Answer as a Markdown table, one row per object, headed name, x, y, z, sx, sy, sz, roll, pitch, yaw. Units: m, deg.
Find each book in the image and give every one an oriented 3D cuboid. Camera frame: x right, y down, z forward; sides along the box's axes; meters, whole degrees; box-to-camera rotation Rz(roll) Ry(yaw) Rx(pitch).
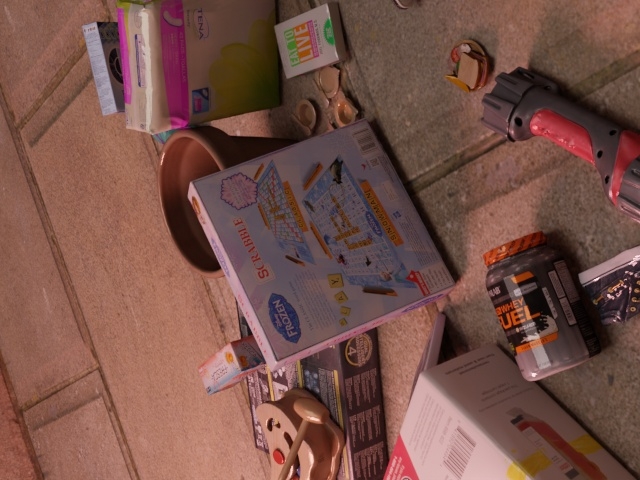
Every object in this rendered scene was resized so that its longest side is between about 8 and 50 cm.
| name | x | y | z | sx | sy | sz | roll | pitch | yaw |
| --- | --- | --- | --- | --- | --- | --- | --- | --- | --- |
| book | -0.015 | -0.334 | 1.943 | 0.144 | 0.035 | 0.096 | -11 | 89 | 51 |

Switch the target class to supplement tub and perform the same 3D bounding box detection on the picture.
| name | x | y | z | sx | sy | sz | roll | pitch | yaw |
| --- | --- | --- | --- | --- | --- | --- | --- | --- | --- |
| supplement tub | 0.304 | 0.091 | 1.610 | 0.117 | 0.117 | 0.190 | -33 | 76 | 53 |

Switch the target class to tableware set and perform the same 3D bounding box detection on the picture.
| name | x | y | z | sx | sy | sz | roll | pitch | yaw |
| --- | --- | --- | --- | --- | --- | --- | --- | --- | --- |
| tableware set | 0.012 | -0.215 | 1.967 | 0.141 | 0.020 | 0.168 | 53 | 140 | 27 |

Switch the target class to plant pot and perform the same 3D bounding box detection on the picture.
| name | x | y | z | sx | sy | sz | roll | pitch | yaw |
| --- | --- | --- | --- | --- | --- | --- | --- | --- | --- |
| plant pot | -0.127 | -0.084 | 2.024 | 0.263 | 0.229 | 0.263 | 24 | 121 | 46 |

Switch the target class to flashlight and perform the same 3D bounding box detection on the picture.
| name | x | y | z | sx | sy | sz | roll | pitch | yaw |
| --- | --- | --- | --- | --- | --- | --- | --- | --- | --- |
| flashlight | 0.336 | -0.122 | 1.500 | 0.304 | 0.103 | 0.103 | 35 | 132 | 40 |

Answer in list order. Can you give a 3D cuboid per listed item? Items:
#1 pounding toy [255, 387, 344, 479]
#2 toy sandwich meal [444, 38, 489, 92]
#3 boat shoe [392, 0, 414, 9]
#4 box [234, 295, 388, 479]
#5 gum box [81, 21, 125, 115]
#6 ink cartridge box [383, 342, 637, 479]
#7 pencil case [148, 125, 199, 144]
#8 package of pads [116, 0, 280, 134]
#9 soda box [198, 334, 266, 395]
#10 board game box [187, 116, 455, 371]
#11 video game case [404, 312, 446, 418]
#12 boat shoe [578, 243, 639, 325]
| name | x | y | z | sx | sy | sz | roll | pitch | yaw |
| --- | --- | --- | --- | --- | --- | --- | --- | --- | --- |
| pounding toy | -0.065 | 0.363 | 2.020 | 0.154 | 0.155 | 0.269 | 34 | 130 | 34 |
| toy sandwich meal | 0.211 | -0.251 | 1.677 | 0.085 | 0.029 | 0.085 | 24 | 122 | 47 |
| boat shoe | 0.106 | -0.400 | 1.749 | 0.038 | 0.046 | 0.125 | -40 | 68 | 52 |
| box | -0.025 | 0.233 | 2.126 | 0.318 | 0.097 | 0.394 | 12 | 113 | 53 |
| gum box | -0.409 | -0.354 | 2.364 | 0.041 | 0.157 | 0.184 | -10 | 96 | 26 |
| ink cartridge box | 0.291 | 0.388 | 1.704 | 0.384 | 0.160 | 0.279 | 45 | 136 | 34 |
| pencil case | -0.284 | -0.214 | 2.326 | 0.152 | 0.064 | 0.070 | 26 | 148 | 45 |
| package of pads | -0.205 | -0.323 | 1.980 | 0.101 | 0.296 | 0.229 | 16 | 114 | 42 |
| soda box | -0.170 | 0.238 | 2.199 | 0.183 | 0.058 | 0.063 | -40 | 69 | 57 |
| board game box | 0.000 | 0.000 | 1.812 | 0.318 | 0.318 | 0.066 | 64 | 161 | 15 |
| video game case | 0.164 | 0.216 | 1.836 | 0.019 | 0.157 | 0.143 | 17 | 126 | 2 |
| boat shoe | 0.416 | 0.051 | 1.496 | 0.083 | 0.065 | 0.183 | 66 | 150 | 9 |
